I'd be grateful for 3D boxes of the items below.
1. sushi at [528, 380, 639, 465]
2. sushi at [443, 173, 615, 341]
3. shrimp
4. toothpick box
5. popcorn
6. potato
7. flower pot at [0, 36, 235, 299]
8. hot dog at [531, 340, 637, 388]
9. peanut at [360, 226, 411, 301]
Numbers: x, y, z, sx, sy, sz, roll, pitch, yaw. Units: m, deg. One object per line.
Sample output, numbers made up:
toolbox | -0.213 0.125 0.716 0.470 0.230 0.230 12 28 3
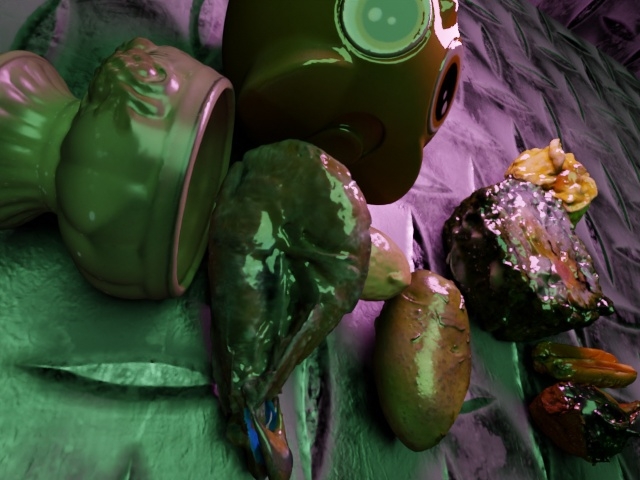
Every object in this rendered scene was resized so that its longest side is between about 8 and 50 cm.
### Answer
sushi | 0.542 0.363 0.837 0.287 0.140 0.149 20 49 -20
sushi | 0.428 0.039 0.926 0.294 0.178 0.351 -2 65 -31
shrimp | -0.049 0.084 0.566 0.221 0.110 0.444 4 86 6
toothpick box | 0.040 -0.312 0.731 0.409 0.409 0.424 18 59 -23
popcorn | 0.598 -0.136 1.103 0.181 0.216 0.235 -22 66 -34
potato | 0.169 0.190 0.711 0.176 0.141 0.298 24 64 -16
flower pot | -0.253 -0.091 0.515 0.244 0.307 0.307 13 57 -8
hot dog | 0.574 0.275 0.936 0.269 0.072 0.115 13 22 -19
peanut | 0.000 0.000 0.693 0.319 0.147 0.147 24 53 -4
